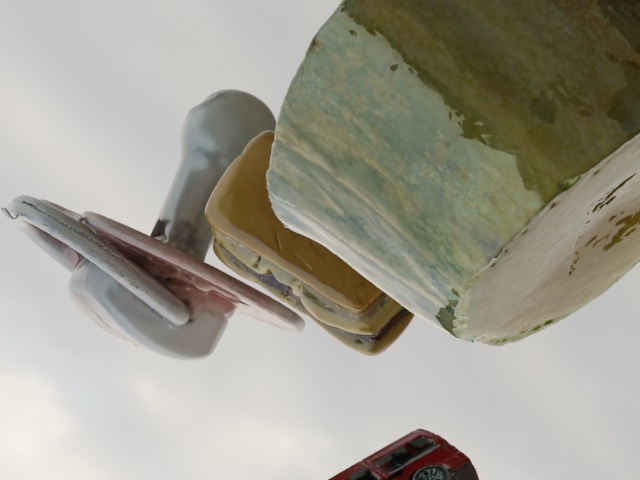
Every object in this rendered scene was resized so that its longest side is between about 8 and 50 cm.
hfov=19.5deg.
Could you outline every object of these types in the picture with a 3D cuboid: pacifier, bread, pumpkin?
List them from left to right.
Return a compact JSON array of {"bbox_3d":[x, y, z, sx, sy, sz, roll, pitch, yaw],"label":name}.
[{"bbox_3d":[-0.135,0.003,1.741,0.332,0.273,0.220,13,129,65],"label":"pacifier"},{"bbox_3d":[0.000,0.000,1.537,0.200,0.116,0.077,33,168,24],"label":"bread"},{"bbox_3d":[0.143,-0.072,1.266,0.199,0.332,0.332,47,-158,27],"label":"pumpkin"}]

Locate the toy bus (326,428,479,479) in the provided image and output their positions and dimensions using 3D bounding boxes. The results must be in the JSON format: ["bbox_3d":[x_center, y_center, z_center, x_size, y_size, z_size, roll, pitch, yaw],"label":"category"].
[{"bbox_3d":[0.031,0.227,1.448,0.089,0.195,0.081,36,149,51],"label":"toy bus"}]
